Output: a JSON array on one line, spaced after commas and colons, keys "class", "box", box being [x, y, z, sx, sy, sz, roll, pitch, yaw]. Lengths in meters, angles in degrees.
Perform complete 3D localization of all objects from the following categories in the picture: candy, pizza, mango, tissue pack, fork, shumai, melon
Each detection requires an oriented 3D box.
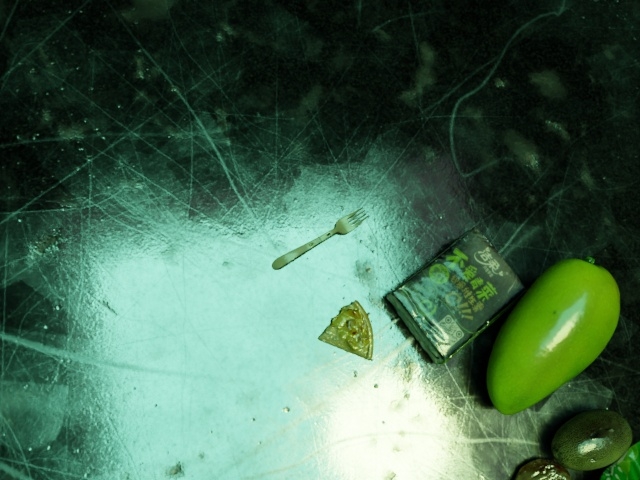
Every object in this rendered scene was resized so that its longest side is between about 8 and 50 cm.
[{"class": "candy", "box": [0.592, 0.479, 1.006, 0.203, 0.078, 0.141, -43, 106, -13]}, {"class": "pizza", "box": [0.050, 0.184, 1.027, 0.109, 0.026, 0.122, -14, 81, -10]}, {"class": "mango", "box": [0.442, 0.189, 1.019, 0.192, 0.156, 0.343, 40, 87, -28]}, {"class": "tissue pack", "box": [0.271, 0.107, 1.056, 0.235, 0.073, 0.173, -37, 86, -15]}, {"class": "fork", "box": [-0.001, 0.000, 1.065, 0.219, 0.028, 0.034, -32, 92, -10]}, {"class": "shumai", "box": [0.432, 0.483, 0.993, 0.123, 0.105, 0.139, 35, 49, 3]}, {"class": "melon", "box": [0.521, 0.386, 1.020, 0.162, 0.099, 0.099, -22, 82, -11]}]
